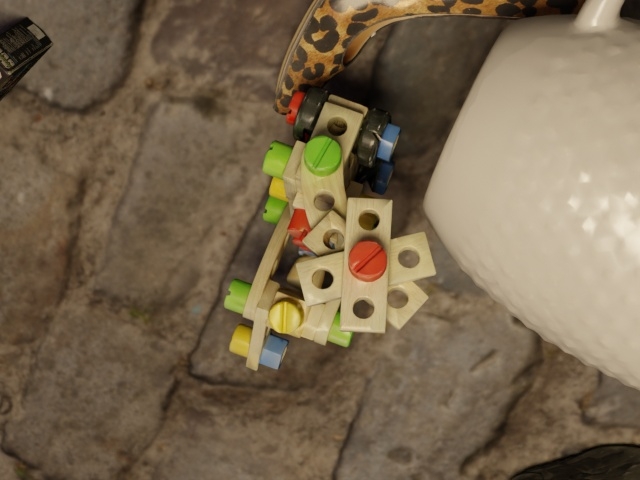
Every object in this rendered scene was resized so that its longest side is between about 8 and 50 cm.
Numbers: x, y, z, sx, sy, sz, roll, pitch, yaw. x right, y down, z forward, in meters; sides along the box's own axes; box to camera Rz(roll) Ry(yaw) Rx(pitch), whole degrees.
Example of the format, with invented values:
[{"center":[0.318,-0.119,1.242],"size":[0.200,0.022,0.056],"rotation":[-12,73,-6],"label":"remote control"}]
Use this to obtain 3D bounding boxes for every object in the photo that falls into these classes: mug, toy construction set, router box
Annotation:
[{"center":[0.276,-0.068,1.004],"size":[0.328,0.276,0.374],"rotation":[25,119,7],"label":"mug"},{"center":[0.000,0.000,1.124],"size":[0.151,0.327,0.215],"rotation":[23,78,-8],"label":"toy construction set"},{"center":[-0.317,-0.147,1.240],"size":[0.038,0.092,0.122],"rotation":[46,119,-9],"label":"router box"}]

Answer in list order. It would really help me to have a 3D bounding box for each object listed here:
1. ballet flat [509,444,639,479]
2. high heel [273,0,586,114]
[{"center":[0.264,0.237,1.298],"size":[0.173,0.057,0.049],"rotation":[-14,152,23],"label":"ballet flat"},{"center":[0.088,-0.165,1.109],"size":[0.186,0.093,0.261],"rotation":[38,113,0],"label":"high heel"}]
